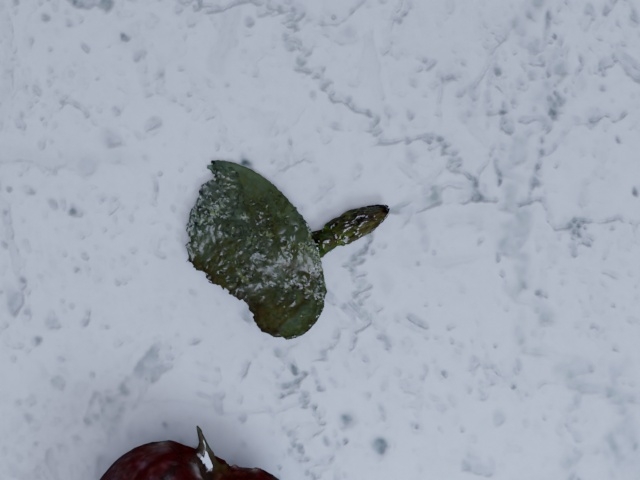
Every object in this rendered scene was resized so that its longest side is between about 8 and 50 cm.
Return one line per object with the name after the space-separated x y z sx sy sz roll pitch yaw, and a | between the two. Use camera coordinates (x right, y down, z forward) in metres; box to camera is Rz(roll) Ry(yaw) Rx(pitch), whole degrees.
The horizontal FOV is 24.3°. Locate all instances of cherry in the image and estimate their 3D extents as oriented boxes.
-0.139 0.333 1.503 0.230 0.203 0.300 18 104 -7 | cherry

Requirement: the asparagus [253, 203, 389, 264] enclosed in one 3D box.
0.000 0.000 1.590 0.165 0.030 0.036 -26 65 -3 | asparagus

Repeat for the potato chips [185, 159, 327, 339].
-0.073 0.010 1.565 0.142 0.026 0.209 -11 74 4 | potato chips
